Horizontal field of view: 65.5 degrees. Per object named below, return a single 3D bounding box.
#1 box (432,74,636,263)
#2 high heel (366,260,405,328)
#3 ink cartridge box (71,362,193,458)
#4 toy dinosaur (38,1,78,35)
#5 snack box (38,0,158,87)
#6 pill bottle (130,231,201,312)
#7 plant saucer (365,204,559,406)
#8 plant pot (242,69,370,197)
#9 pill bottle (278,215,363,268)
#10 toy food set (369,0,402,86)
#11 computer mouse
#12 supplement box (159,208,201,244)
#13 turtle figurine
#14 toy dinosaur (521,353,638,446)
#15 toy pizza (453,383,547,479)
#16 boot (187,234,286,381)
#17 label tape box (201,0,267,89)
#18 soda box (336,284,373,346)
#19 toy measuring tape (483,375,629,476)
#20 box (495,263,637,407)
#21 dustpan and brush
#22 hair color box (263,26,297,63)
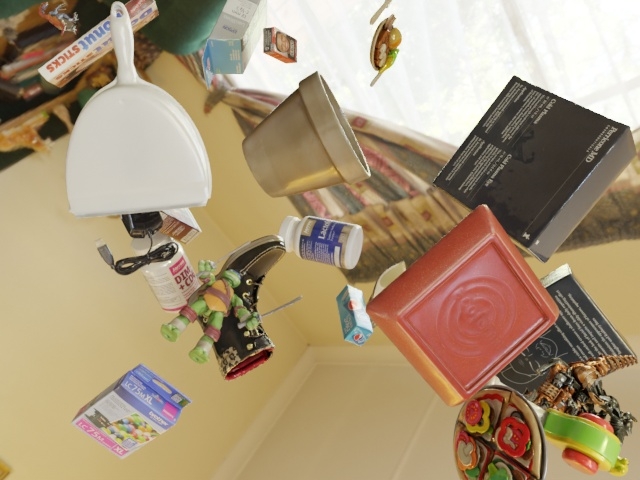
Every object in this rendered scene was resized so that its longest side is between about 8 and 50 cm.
[{"bbox_3d":[0.525,-0.177,1.247,0.343,0.179,0.312,-54,-128,12],"label":"box"},{"bbox_3d":[0.226,0.201,1.817,0.261,0.093,0.186,-57,173,-21],"label":"high heel"},{"bbox_3d":[-0.514,0.468,1.349,0.311,0.186,0.065,-38,-162,23],"label":"ink cartridge box"},{"bbox_3d":[-0.507,-0.428,0.948,0.090,0.082,0.047,-79,-176,-61],"label":"toy dinosaur"},{"bbox_3d":[-0.304,-0.277,0.689,0.178,0.022,0.064,-39,-165,-5],"label":"snack box"},{"bbox_3d":[-0.528,0.101,1.711,0.161,0.283,0.160,-11,-144,8],"label":"pill bottle"},{"bbox_3d":[0.247,0.119,0.806,0.259,0.258,0.048,-41,-162,-2],"label":"plant saucer"},{"bbox_3d":[-0.052,-0.260,1.396,0.280,0.323,0.323,-27,-161,12],"label":"plant pot"},{"bbox_3d":[0.000,0.000,1.699,0.265,0.153,0.153,11,-143,17],"label":"pill bottle"},{"bbox_3d":[0.158,-0.468,1.184,0.039,0.192,0.132,22,-118,20],"label":"toy food set"},{"bbox_3d":[-0.469,-0.048,1.202,0.184,0.261,0.060,-30,-154,-36],"label":"computer mouse"},{"bbox_3d":[-0.495,-0.085,1.567,0.073,0.239,0.130,-41,-121,7],"label":"supplement box"},{"bbox_3d":[-0.242,0.150,1.219,0.275,0.197,0.266,3,-138,30],"label":"turtle figurine"},{"bbox_3d":[0.653,0.377,1.227,0.322,0.218,0.164,-29,172,10],"label":"toy dinosaur"},{"bbox_3d":[0.282,0.339,0.818,0.201,0.032,0.201,-44,-142,48],"label":"toy pizza"},{"bbox_3d":[-0.200,0.190,1.404,0.377,0.138,0.284,-38,-120,16],"label":"boot"},{"bbox_3d":[-0.303,-0.725,1.789,0.249,0.115,0.347,128,-18,-78],"label":"label tape box"},{"bbox_3d":[0.108,0.241,1.622,0.071,0.067,0.210,-54,-156,24],"label":"soda box"},{"bbox_3d":[0.504,0.385,1.035,0.121,0.330,0.121,-55,177,-4],"label":"toy measuring tape"},{"bbox_3d":[0.679,0.309,1.532,0.395,0.293,0.212,-37,170,21],"label":"box"},{"bbox_3d":[-0.197,-0.138,0.515,0.147,0.211,0.060,-6,-164,-8],"label":"dustpan and brush"},{"bbox_3d":[-0.118,-0.579,1.482,0.043,0.071,0.141,4,-172,25],"label":"hair color box"}]
